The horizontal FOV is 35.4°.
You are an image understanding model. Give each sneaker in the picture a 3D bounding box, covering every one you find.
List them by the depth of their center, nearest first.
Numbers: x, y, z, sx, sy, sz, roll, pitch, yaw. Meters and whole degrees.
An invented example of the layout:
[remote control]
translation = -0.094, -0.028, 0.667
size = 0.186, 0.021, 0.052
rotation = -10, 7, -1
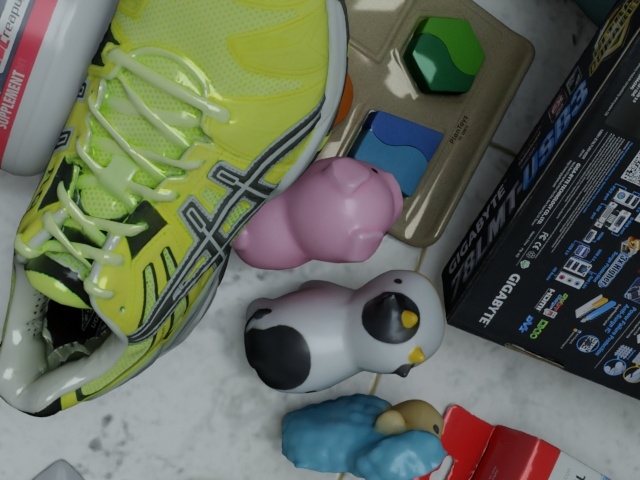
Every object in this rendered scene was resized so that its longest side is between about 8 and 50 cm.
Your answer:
[sneaker]
translation = -0.098, -0.030, 0.602
size = 0.145, 0.384, 0.147
rotation = 29, 37, 6

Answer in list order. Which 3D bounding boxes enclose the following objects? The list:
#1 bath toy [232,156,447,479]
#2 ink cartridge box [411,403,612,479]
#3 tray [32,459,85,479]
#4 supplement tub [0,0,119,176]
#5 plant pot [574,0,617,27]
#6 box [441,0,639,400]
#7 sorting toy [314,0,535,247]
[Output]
[bath toy]
translation = 0.000, 0.000, 0.728
size = 0.151, 0.129, 0.348
rotation = -19, 101, -10
[ink cartridge box]
translation = 0.186, 0.246, 0.828
size = 0.231, 0.078, 0.134
rotation = 31, 80, -13
[tray]
translation = -0.163, 0.311, 0.744
size = 0.145, 0.030, 0.270
rotation = -39, 99, -14
[supplement tub]
translation = -0.273, -0.171, 0.642
size = 0.272, 0.191, 0.191
rotation = 21, 82, -15
[plant pot]
translation = 0.300, -0.263, 0.809
size = 0.290, 0.195, 0.290
rotation = -2, 94, -27
[box]
translation = 0.285, -0.009, 0.737
size = 0.293, 0.073, 0.295
rotation = 20, 122, -12
[sorting toy]
translation = 0.069, -0.178, 0.826
size = 0.229, 0.041, 0.307
rotation = 31, 80, -14
